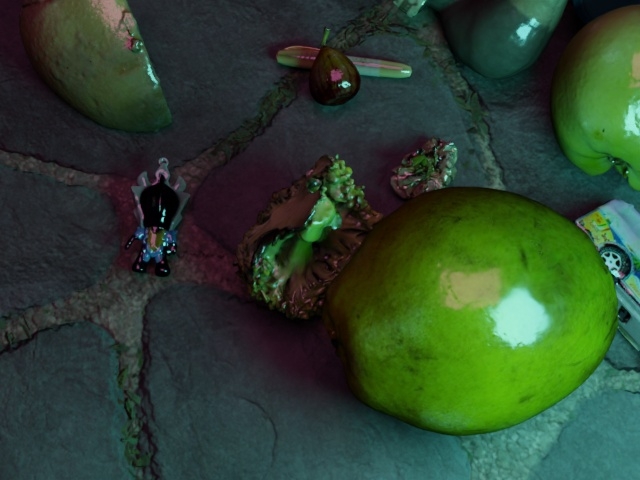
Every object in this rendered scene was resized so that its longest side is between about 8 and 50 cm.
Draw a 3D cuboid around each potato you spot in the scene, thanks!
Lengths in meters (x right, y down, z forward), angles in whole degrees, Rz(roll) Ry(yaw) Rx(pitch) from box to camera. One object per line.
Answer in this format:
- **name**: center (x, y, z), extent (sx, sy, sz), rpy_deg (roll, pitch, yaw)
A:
- **potato**: center (-0.382, -0.303, 1.735), extent (0.189, 0.211, 0.264), rpy_deg (-21, 72, -8)

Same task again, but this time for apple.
- **apple**: center (0.496, -0.216, 1.630), extent (0.292, 0.292, 0.254), rpy_deg (21, 74, 11)

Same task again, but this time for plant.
- **plant**: center (0.162, -0.123, 1.681), extent (0.104, 0.122, 0.116), rpy_deg (16, 76, 21)

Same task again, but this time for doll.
- **doll**: center (0.298, -0.501, 1.728), extent (0.378, 0.382, 0.252), rpy_deg (47, 47, 6)
- **doll**: center (-0.260, -0.041, 1.691), extent (0.096, 0.070, 0.195), rpy_deg (7, 74, -11)

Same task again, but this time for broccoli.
- **broccoli**: center (0.006, 0.009, 1.580), extent (0.180, 0.273, 0.242), rpy_deg (40, 73, -18)

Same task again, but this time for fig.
- **fig**: center (0.016, -0.289, 1.760), extent (0.089, 0.089, 0.125), rpy_deg (-15, 85, -4)

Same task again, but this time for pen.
- **pen**: center (0.040, -0.304, 1.806), extent (0.234, 0.032, 0.040), rpy_deg (7, 63, 4)

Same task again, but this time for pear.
- **pear**: center (0.214, 0.092, 1.480), extent (0.414, 0.352, 0.352), rpy_deg (-14, 67, -13)

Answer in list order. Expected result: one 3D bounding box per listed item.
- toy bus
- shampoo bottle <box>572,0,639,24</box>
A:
- **toy bus**: center (0.496, 0.088, 1.583), extent (0.138, 0.112, 0.317), rpy_deg (-31, 70, -21)
- **shampoo bottle**: center (0.552, -0.561, 1.727), extent (0.331, 0.331, 0.342), rpy_deg (-4, 67, 1)
